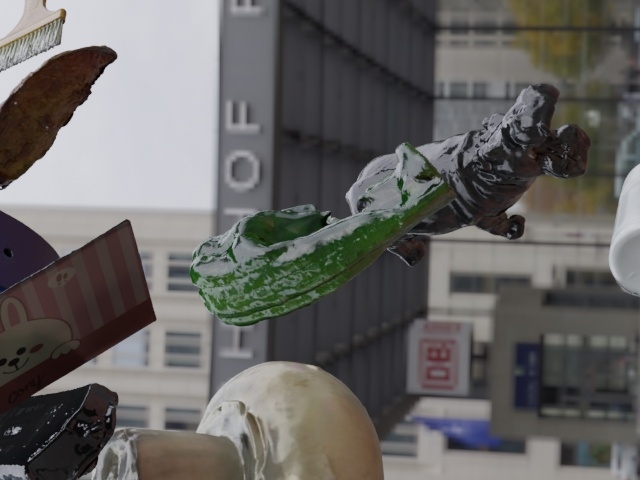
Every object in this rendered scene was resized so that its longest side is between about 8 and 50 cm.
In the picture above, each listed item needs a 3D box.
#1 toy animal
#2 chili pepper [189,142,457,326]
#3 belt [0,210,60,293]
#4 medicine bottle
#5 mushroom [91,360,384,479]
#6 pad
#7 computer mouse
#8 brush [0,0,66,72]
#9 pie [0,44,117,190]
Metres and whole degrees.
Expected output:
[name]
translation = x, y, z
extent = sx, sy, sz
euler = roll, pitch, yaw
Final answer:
[toy animal]
translation = 0.179, -0.074, 1.674
extent = 0.168, 0.343, 0.106
euler = 23, -122, -31
[chili pepper]
translation = 0.000, -0.001, 1.286
extent = 0.083, 0.253, 0.099
euler = 49, -157, -40
[belt]
translation = -0.447, 0.046, 1.666
extent = 0.212, 0.347, 0.117
euler = -44, 35, 39
[medicine bottle]
translation = 0.216, -0.009, 0.957
extent = 0.089, 0.057, 0.057
euler = -64, -26, -55
[mushroom]
translation = -0.096, 0.284, 1.770
extent = 0.336, 0.314, 0.314
euler = 14, -105, -37
[pad]
translation = -0.294, 0.106, 1.417
extent = 0.005, 0.300, 0.202
euler = 51, 162, 26
[computer mouse]
translation = -0.303, 0.229, 1.575
extent = 0.088, 0.264, 0.147
euler = 52, -135, -21
[brush]
translation = -0.361, -0.304, 1.889
extent = 0.013, 0.103, 0.272
euler = 55, -161, -38
[pie]
translation = -0.256, -0.112, 1.349
extent = 0.191, 0.033, 0.088
euler = -50, -26, -6
